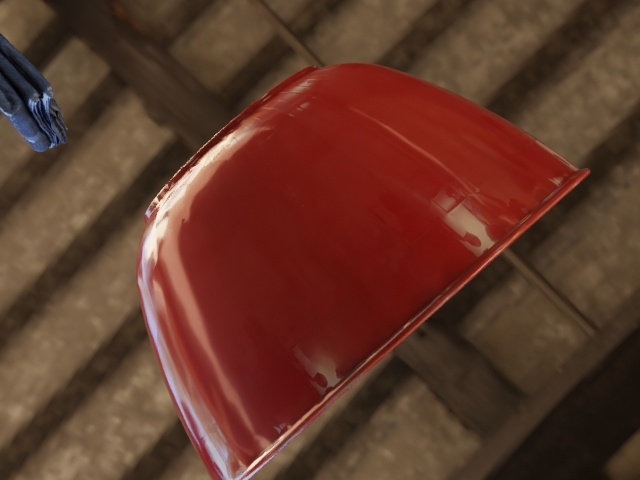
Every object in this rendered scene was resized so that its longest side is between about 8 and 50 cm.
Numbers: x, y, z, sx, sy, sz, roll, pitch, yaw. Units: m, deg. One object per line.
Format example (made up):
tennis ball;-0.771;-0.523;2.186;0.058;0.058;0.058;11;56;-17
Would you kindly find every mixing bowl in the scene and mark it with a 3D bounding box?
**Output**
mixing bowl;0.000;0.000;0.699;0.181;0.181;0.098;-41;-94;5

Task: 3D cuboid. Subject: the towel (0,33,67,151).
towel;-0.171;-0.086;1.054;0.029;0.119;0.067;-41;-94;-5
